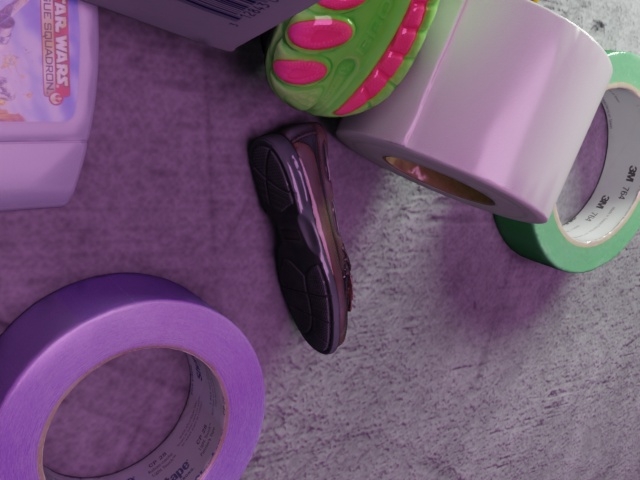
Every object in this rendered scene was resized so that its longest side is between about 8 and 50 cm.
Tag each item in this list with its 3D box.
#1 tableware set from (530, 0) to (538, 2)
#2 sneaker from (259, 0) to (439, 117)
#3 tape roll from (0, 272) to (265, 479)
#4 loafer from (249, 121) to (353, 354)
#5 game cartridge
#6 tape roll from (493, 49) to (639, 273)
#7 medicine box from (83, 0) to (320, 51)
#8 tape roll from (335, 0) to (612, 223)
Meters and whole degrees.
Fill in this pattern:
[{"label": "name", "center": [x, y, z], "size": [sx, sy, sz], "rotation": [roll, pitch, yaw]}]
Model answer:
[{"label": "tableware set", "center": [0.228, -0.286, 0.903], "size": [0.154, 0.024, 0.104], "rotation": [-32, 125, -25]}, {"label": "sneaker", "center": [0.070, -0.343, 0.596], "size": [0.185, 0.202, 0.483], "rotation": [18, 117, -41]}, {"label": "tape roll", "center": [-0.193, 0.175, 0.704], "size": [0.274, 0.090, 0.275], "rotation": [-12, 112, -32]}, {"label": "loafer", "center": [0.000, 0.000, 0.788], "size": [0.084, 0.096, 0.268], "rotation": [-30, 119, -32]}, {"label": "game cartridge", "center": [-0.276, -0.166, 0.552], "size": [0.198, 0.062, 0.298], "rotation": [-6, 109, -31]}, {"label": "tape roll", "center": [0.387, -0.114, 1.042], "size": [0.321, 0.077, 0.322], "rotation": [-12, 112, -33]}, {"label": "medicine box", "center": [-0.047, -0.314, 0.490], "size": [0.149, 0.263, 0.290], "rotation": [13, 84, -30]}, {"label": "tape roll", "center": [0.158, -0.140, 0.757], "size": [0.246, 0.246, 0.169], "rotation": [22, 92, -39]}]
